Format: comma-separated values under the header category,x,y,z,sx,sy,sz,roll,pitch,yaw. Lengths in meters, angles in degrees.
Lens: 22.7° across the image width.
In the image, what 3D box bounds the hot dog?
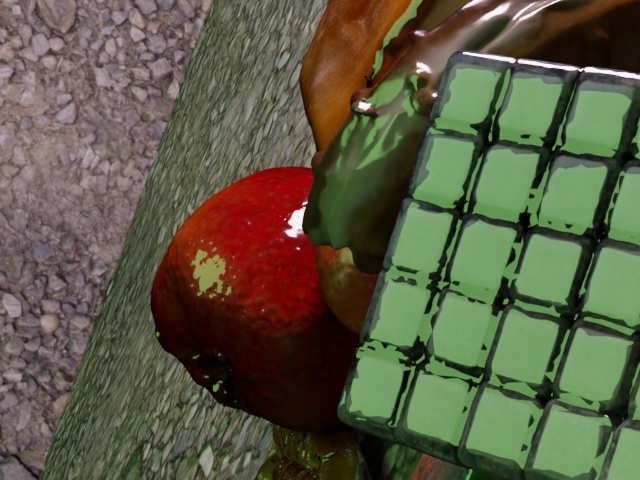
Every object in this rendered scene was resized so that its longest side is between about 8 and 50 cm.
category,x,y,z,sx,sy,sz,roll,pitch,yaw
hot dog,-0.008,0.251,1.641,0.144,0.075,0.268,-67,17,2

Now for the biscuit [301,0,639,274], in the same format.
category,x,y,z,sx,sy,sz,roll,pitch,yaw
biscuit,0.162,-0.081,1.138,0.115,0.366,0.268,47,116,29

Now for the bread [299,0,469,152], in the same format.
category,x,y,z,sx,sy,sz,roll,pitch,yaw
bread,0.102,-0.241,1.805,0.324,0.143,0.333,-61,18,18

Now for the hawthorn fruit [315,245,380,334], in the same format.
category,x,y,z,sx,sy,sz,roll,pitch,yaw
hawthorn fruit,0.110,-0.006,1.429,0.225,0.196,0.196,-38,33,46

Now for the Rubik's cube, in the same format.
category,x,y,z,sx,sy,sz,roll,pitch,yaw
Rubik's cube,0.189,0.044,0.922,0.237,0.237,0.238,16,86,39

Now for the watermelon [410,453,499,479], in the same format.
category,x,y,z,sx,sy,sz,roll,pitch,yaw
watermelon,0.123,0.208,1.165,0.264,0.151,0.302,-66,18,-8

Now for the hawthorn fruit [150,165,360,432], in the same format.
category,x,y,z,sx,sy,sz,roll,pitch,yaw
hawthorn fruit,-0.011,0.042,1.629,0.307,0.265,0.265,-44,3,-32
